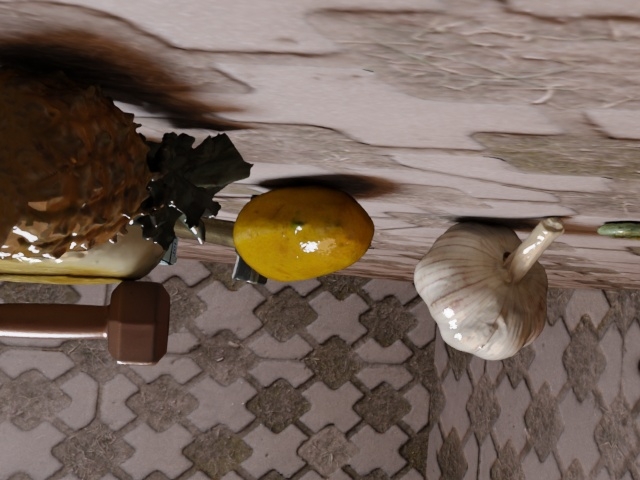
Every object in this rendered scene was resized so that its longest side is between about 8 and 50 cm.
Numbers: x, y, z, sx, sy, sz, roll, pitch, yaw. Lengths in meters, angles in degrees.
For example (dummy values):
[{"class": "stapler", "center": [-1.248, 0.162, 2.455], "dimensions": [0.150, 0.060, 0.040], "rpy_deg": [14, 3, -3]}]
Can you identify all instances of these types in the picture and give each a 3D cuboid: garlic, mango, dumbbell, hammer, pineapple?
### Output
[{"class": "garlic", "center": [0.252, 0.040, 1.190], "dimensions": [0.199, 0.199, 0.226], "rpy_deg": [8, 146, -33]}, {"class": "mango", "center": [-0.019, -0.008, 1.017], "dimensions": [0.147, 0.109, 0.227], "rpy_deg": [8, 174, -15]}, {"class": "dumbbell", "center": [-0.262, 0.078, 0.869], "dimensions": [0.231, 0.081, 0.092], "rpy_deg": [3, 170, -10]}, {"class": "hammer", "center": [-0.216, -0.022, 1.234], "dimensions": [0.366, 0.111, 0.043], "rpy_deg": [10, 177, 29]}, {"class": "pineapple", "center": [-0.143, -0.048, 0.637], "dimensions": [0.128, 0.128, 0.248], "rpy_deg": [2, 180, 28]}]

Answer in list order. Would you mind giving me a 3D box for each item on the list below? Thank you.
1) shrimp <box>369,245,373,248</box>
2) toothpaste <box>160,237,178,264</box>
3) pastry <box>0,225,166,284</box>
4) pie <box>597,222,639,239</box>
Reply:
[{"class": "shrimp", "center": [0.000, 0.000, 1.350], "dimensions": [0.233, 0.079, 0.090], "rpy_deg": [5, 139, -41]}, {"class": "toothpaste", "center": [-0.379, -0.016, 1.443], "dimensions": [0.313, 0.089, 0.071], "rpy_deg": [4, 169, 14]}, {"class": "pastry", "center": [-0.271, -0.028, 0.869], "dimensions": [0.265, 0.133, 0.265], "rpy_deg": [4, 175, 0]}, {"class": "pie", "center": [0.391, -0.011, 1.131], "dimensions": [0.085, 0.017, 0.085], "rpy_deg": [5, 176, 0]}]
